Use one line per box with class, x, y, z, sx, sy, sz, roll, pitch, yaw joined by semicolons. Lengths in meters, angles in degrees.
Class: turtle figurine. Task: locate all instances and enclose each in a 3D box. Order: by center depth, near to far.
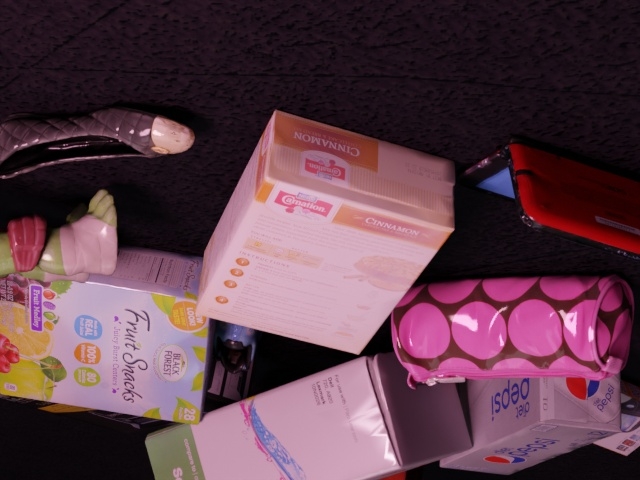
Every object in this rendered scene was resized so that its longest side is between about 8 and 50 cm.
turtle figurine;-0.315;-0.032;1.007;0.266;0.275;0.198;-3;142;-26

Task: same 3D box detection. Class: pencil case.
pencil case;0.170;0.082;1.097;0.209;0.098;0.095;-6;154;33

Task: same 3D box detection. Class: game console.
game console;0.181;-0.012;0.879;0.144;0.124;0.085;15;131;-16

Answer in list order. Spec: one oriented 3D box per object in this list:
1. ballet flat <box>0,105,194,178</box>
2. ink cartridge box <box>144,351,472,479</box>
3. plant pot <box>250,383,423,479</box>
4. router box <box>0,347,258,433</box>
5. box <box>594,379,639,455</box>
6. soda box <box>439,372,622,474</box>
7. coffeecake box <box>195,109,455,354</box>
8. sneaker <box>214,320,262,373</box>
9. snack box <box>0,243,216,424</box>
ballet flat;-0.170;-0.069;0.919;0.173;0.049;0.057;-1;157;25
ink cartridge box;-0.008;0.211;1.299;0.278;0.117;0.201;-22;167;25
plant pot;0.005;0.320;1.568;0.267;0.267;0.236;9;152;1
router box;-0.259;0.152;1.471;0.243;0.081;0.309;22;155;-30
box;0.331;0.195;1.366;0.136;0.028;0.081;24;124;-30
soda box;0.215;0.179;1.316;0.091;0.098;0.286;8;160;-13
coffeecake box;0.000;0.000;0.936;0.142;0.068;0.185;15;142;-14
sneaker;-0.096;0.107;1.302;0.063;0.073;0.162;9;159;0
snack box;-0.208;0.086;1.207;0.207;0.070;0.174;8;129;-1
